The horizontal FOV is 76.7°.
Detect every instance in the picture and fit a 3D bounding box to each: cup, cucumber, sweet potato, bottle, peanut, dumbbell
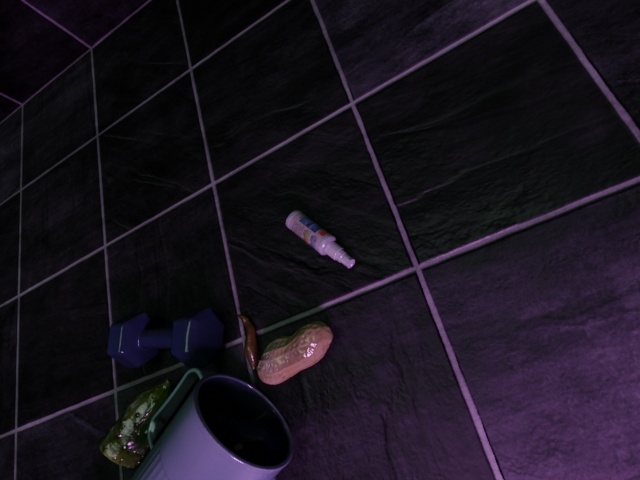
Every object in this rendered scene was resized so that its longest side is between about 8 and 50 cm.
[{"bbox_3d":[-0.281,0.486,0.910,0.331,0.256,0.311,39,97,14],"label":"cup"},{"bbox_3d":[-0.475,0.477,1.100,0.134,0.134,0.245,35,90,30],"label":"cucumber"},{"bbox_3d":[-0.185,0.259,1.060,0.041,0.038,0.153,-16,65,-2],"label":"sweet potato"},{"bbox_3d":[0.000,0.000,1.026,0.217,0.060,0.060,39,95,30],"label":"bottle"},{"bbox_3d":[-0.061,0.267,0.966,0.214,0.090,0.099,-32,35,14],"label":"peanut"},{"bbox_3d":[-0.427,0.270,1.118,0.324,0.144,0.160,-8,71,26],"label":"dumbbell"}]
